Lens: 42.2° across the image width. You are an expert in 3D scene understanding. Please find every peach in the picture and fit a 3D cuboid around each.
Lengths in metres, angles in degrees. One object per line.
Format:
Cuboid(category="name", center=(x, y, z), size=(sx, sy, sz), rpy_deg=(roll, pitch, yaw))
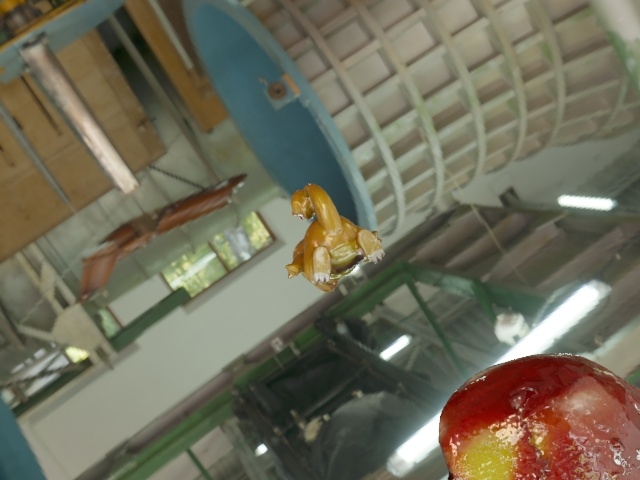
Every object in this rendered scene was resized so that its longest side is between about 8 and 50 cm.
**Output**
Cuboid(category="peach", center=(0.251, 0.187, 0.790), size=(0.279, 0.189, 0.068), rpy_deg=(-7, 153, -19))

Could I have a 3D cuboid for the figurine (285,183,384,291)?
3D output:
Cuboid(category="figurine", center=(-0.002, -0.003, 0.990), size=(0.121, 0.122, 0.176), rpy_deg=(-23, 173, -15))
